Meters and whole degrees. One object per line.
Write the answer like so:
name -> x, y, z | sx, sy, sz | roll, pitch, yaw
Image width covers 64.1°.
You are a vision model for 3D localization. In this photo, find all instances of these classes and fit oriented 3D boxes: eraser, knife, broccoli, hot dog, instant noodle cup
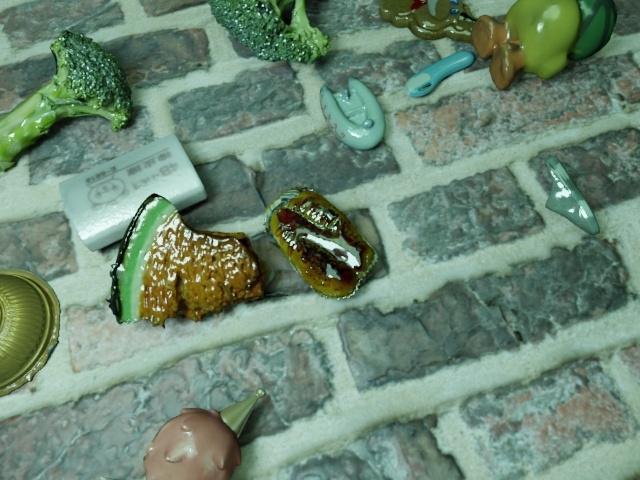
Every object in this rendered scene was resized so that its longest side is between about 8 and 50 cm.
eraser -> -0.401, -0.107, 1.101 | 0.270, 0.095, 0.174 | -27, 66, -12
knife -> 0.297, -0.416, 1.275 | 0.222, 0.031, 0.064 | -33, 66, -18
broccoli -> -0.592, -0.291, 1.135 | 0.252, 0.221, 0.361 | 29, 79, 19
hot dog -> 0.000, 0.000, 1.060 | 0.163, 0.082, 0.270 | -37, 70, -17
broccoli -> -0.120, -0.657, 1.269 | 0.353, 0.275, 0.397 | 31, 75, -33
instant noodle cup -> -0.654, 0.166, 0.978 | 0.274, 0.090, 0.274 | 0, 67, 0

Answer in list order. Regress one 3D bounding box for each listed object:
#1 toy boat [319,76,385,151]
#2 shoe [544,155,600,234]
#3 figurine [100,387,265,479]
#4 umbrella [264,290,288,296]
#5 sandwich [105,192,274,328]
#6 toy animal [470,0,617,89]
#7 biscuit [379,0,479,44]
toy boat -> 0.078, -0.305, 1.200 | 0.134, 0.079, 0.207 | -18, 66, -11
shoe -> 0.532, -0.090, 1.117 | 0.078, 0.079, 0.195 | -29, 74, 25
figurine -> -0.242, 0.390, 0.853 | 0.207, 0.166, 0.387 | 45, 67, -18
umbrella -> -0.128, 0.111, 1.046 | 0.122, 0.013, 0.022 | 5, 46, 4
sandwich -> -0.241, 0.048, 1.002 | 0.301, 0.162, 0.250 | 11, 95, -9
toy animal -> 0.557, -0.515, 1.231 | 0.338, 0.191, 0.216 | -19, 72, -9
biscuit -> 0.314, -0.600, 1.351 | 0.320, 0.047, 0.183 | 33, 73, 12
